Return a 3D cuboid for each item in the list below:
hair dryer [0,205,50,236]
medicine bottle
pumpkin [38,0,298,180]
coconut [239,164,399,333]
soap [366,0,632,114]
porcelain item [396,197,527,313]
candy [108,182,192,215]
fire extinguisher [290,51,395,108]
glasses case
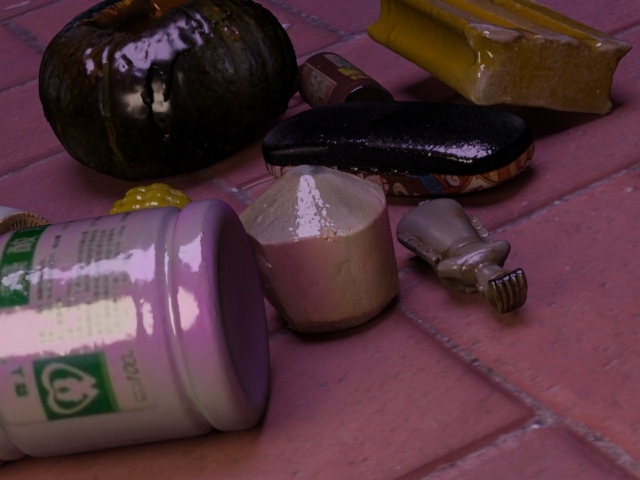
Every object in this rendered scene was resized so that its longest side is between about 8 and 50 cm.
[{"bbox_3d":[-0.455,0.080,1.880,0.173,0.107,0.357,8,40,45],"label":"hair dryer"},{"bbox_3d":[-0.223,0.087,1.586,0.325,0.212,0.212,-9,26,12],"label":"medicine bottle"},{"bbox_3d":[-0.198,-0.200,2.186,0.320,0.192,0.320,-13,27,7],"label":"pumpkin"},{"bbox_3d":[0.000,0.000,1.711,0.147,0.153,0.147,-11,28,6],"label":"coconut"},{"bbox_3d":[0.201,-0.234,2.091,0.199,0.091,0.315,1,20,-24],"label":"soap"},{"bbox_3d":[0.144,0.019,1.708,0.084,0.054,0.213,-23,25,-10],"label":"porcelain item"},{"bbox_3d":[-0.181,0.029,1.829,0.106,0.094,0.199,-8,33,12],"label":"candy"},{"bbox_3d":[0.001,-0.183,2.181,0.106,0.075,0.252,-21,26,-12],"label":"fire extinguisher"},{"bbox_3d":[0.082,-0.103,1.960,0.321,0.082,0.122,4,28,34],"label":"glasses case"}]
